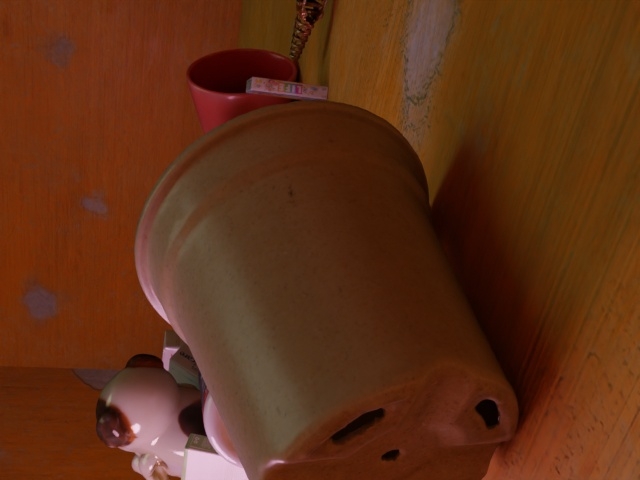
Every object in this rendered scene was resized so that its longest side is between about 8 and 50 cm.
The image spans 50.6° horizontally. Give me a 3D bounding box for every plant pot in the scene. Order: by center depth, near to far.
[{"bbox_3d":[0.011,0.089,0.639,0.305,0.333,0.334,-117,32,-46],"label":"plant pot"},{"bbox_3d":[-0.195,-0.328,1.743,0.275,0.274,0.243,-102,9,-50],"label":"plant pot"}]

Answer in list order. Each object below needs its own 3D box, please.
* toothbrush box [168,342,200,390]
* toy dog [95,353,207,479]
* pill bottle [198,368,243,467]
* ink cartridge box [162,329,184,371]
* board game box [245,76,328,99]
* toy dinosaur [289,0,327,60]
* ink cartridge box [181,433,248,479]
[{"bbox_3d":[-0.297,0.325,1.913,0.295,0.126,0.216,-49,-16,-44],"label":"toothbrush box"},{"bbox_3d":[-0.339,0.457,1.616,0.395,0.407,0.285,-42,21,58],"label":"toy dog"},{"bbox_3d":[-0.136,0.284,1.348,0.363,0.210,0.210,-151,66,-75],"label":"pill bottle"},{"bbox_3d":[-0.378,0.405,2.202,0.115,0.272,0.199,-114,31,-64],"label":"ink cartridge box"},{"bbox_3d":[-0.071,-0.309,1.389,0.103,0.154,0.026,-145,60,-75],"label":"board game box"},{"bbox_3d":[-0.034,-0.540,1.355,0.322,0.164,0.218,-61,35,10],"label":"toy dinosaur"},{"bbox_3d":[-0.187,0.528,1.484,0.056,0.235,0.171,-74,-5,-66],"label":"ink cartridge box"}]
